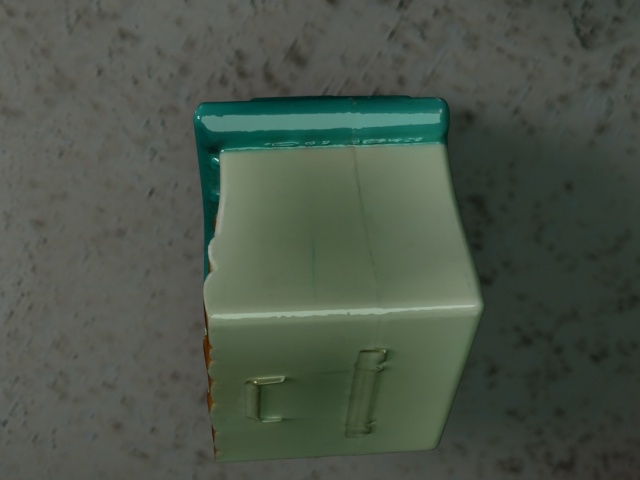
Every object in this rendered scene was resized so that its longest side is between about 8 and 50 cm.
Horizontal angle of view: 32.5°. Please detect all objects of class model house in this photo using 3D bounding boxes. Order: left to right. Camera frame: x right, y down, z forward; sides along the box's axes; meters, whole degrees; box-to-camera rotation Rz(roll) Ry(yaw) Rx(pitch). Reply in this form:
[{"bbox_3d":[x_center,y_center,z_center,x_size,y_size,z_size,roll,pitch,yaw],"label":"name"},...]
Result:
[{"bbox_3d":[0.000,0.000,0.450,0.100,0.149,0.127,-1,144,-5],"label":"model house"}]
